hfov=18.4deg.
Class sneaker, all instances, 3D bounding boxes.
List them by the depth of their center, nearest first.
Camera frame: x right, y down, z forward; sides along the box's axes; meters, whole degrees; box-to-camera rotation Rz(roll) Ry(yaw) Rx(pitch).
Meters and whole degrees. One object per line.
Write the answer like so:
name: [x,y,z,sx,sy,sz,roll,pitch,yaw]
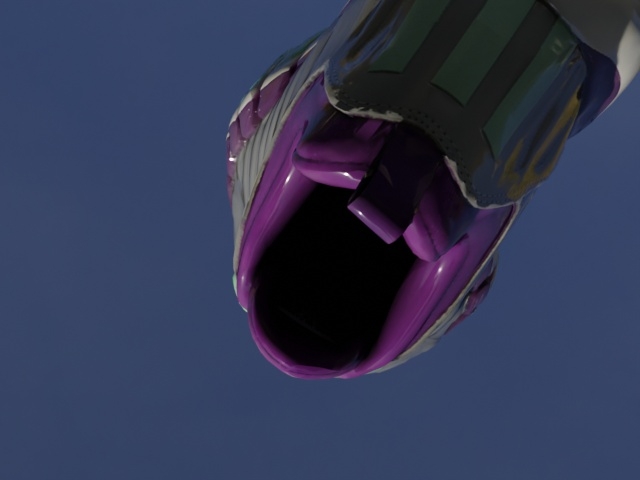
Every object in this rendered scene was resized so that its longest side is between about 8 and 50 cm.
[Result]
sneaker: [0.000,0.000,0.482,0.083,0.224,0.098,34,-117,4]
